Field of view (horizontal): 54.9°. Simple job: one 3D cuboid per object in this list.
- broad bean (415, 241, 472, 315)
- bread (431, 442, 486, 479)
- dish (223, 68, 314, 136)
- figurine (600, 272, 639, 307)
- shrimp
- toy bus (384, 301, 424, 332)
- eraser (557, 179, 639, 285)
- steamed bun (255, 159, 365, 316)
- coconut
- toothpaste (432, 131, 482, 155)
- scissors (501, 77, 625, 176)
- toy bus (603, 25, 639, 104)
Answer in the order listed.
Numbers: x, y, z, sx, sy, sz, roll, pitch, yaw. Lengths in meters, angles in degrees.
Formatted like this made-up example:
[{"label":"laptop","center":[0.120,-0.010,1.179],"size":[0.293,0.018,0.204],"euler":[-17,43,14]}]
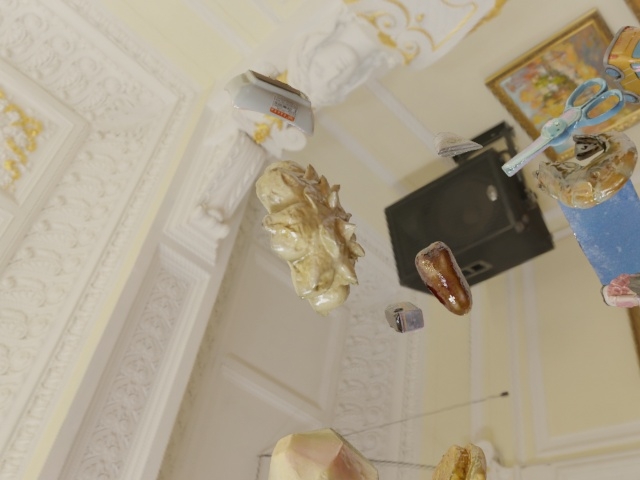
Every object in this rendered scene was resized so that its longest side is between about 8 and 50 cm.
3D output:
[{"label":"broad bean","center":[0.273,0.087,1.334],"size":[0.165,0.084,0.114],"euler":[55,-152,-3]},{"label":"bread","center":[0.423,0.735,1.890],"size":[0.120,0.236,0.198],"euler":[26,-157,3]},{"label":"dish","center":[-0.110,-0.332,1.447],"size":[0.213,0.077,0.151],"euler":[17,-158,-26]},{"label":"figurine","center":[0.392,0.062,0.753],"size":[0.072,0.129,0.054],"euler":[-13,-88,-10]},{"label":"shrimp","center":[0.432,-0.130,1.028],"size":[0.059,0.145,0.254],"euler":[34,-167,-12]},{"label":"toy bus","center":[0.199,0.180,1.464],"size":[0.172,0.072,0.057],"euler":[-173,72,-88]},{"label":"eraser","center":[0.613,-0.018,1.286],"size":[0.311,0.144,0.042],"euler":[53,-154,-23]},{"label":"steamed bun","center":[-0.003,-0.022,1.083],"size":[0.292,0.137,0.295],"euler":[69,-171,25]},{"label":"coconut","center":[-0.006,0.480,1.193],"size":[0.237,0.237,0.197],"euler":[53,-154,-11]},{"label":"toothpaste","center":[0.360,-0.259,1.697],"size":[0.299,0.114,0.073],"euler":[-77,-22,-77]},{"label":"scissors","center":[0.473,-0.218,1.226],"size":[0.030,0.256,0.125],"euler":[39,-161,-31]},{"label":"toy bus","center":[0.818,-0.433,1.537],"size":[0.209,0.136,0.126],"euler":[35,-96,-34]}]
